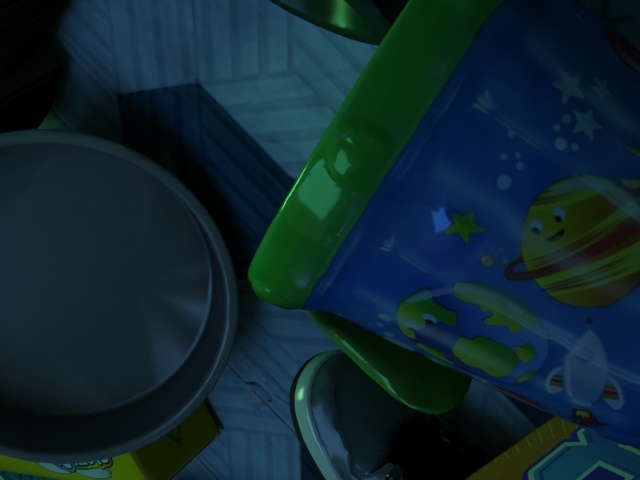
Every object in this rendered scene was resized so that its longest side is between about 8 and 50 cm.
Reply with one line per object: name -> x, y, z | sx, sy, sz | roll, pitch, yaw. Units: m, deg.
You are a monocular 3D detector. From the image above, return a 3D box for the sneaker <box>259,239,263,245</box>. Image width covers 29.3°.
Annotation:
sneaker -> 0.000, 0.000, 0.905 | 0.098, 0.038, 0.069 | 19, 133, 18

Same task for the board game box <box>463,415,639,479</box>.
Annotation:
board game box -> 0.227, 0.317, 0.617 | 0.356, 0.356, 0.356 | 64, 164, -21

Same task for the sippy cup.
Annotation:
sippy cup -> 0.115, -0.017, 0.652 | 0.224, 0.240, 0.305 | 32, 173, 2

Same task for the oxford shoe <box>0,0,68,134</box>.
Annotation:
oxford shoe -> -0.260, -0.196, 0.908 | 0.130, 0.123, 0.348 | 45, 141, 10

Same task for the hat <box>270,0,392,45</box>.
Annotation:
hat -> 0.004, -0.239, 0.704 | 0.173, 0.183, 0.208 | 29, 180, 31

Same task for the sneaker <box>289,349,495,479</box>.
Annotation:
sneaker -> 0.118, 0.187, 0.881 | 0.295, 0.124, 0.178 | 47, 147, -13

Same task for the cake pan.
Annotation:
cake pan -> -0.213, 0.044, 0.999 | 0.293, 0.054, 0.293 | -1, 112, -3

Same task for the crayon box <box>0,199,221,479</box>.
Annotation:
crayon box -> -0.310, 0.086, 1.206 | 0.363, 0.106, 0.313 | -3, 122, 44
